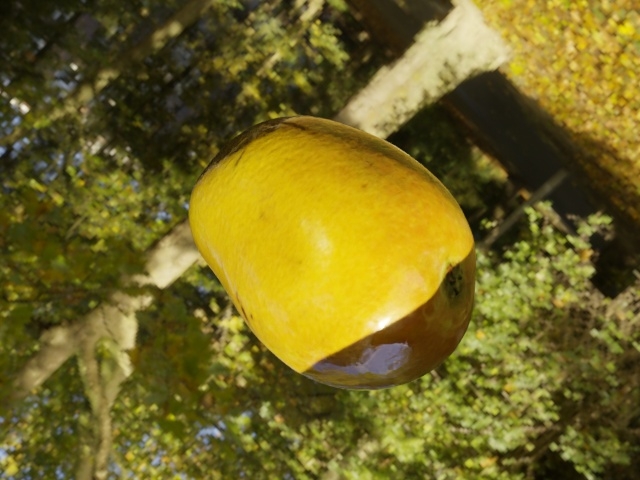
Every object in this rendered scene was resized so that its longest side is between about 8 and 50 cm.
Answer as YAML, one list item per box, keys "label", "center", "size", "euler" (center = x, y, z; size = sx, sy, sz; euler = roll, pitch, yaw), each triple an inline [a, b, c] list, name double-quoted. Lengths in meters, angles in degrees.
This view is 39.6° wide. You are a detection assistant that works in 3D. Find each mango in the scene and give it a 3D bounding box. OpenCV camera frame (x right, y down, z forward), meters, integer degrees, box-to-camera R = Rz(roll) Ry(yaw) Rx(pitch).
- label: "mango"
  center: [0.000, 0.000, 0.799]
  size: [0.317, 0.211, 0.173]
  euler: [33, -167, 37]
